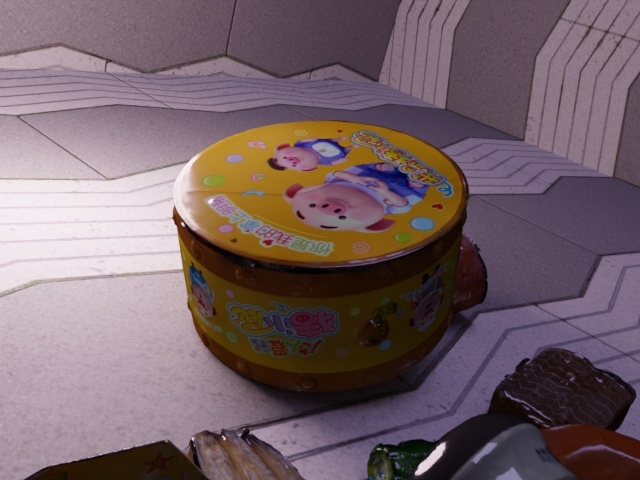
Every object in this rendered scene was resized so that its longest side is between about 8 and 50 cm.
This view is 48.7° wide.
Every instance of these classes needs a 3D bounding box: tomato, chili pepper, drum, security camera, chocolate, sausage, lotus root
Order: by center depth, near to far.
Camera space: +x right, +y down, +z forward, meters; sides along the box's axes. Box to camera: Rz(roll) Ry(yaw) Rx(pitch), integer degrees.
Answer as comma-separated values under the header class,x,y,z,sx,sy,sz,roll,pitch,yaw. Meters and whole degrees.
class,x,y,z,sx,sy,sz,roll,pitch,yaw
security camera,0.208,0.300,0.610,0.277,0.191,0.197,38,7,38
lotus root,-0.020,0.308,0.638,0.167,0.078,0.329,21,16,-44
sausage,0.335,0.297,0.789,0.268,0.153,0.141,21,-16,11
chili pepper,0.156,0.272,0.857,0.224,0.061,0.098,2,40,-36
chocolate,0.339,0.240,1.005,0.148,0.093,0.214,33,29,34
drum,0.000,0.000,1.042,0.430,0.214,0.431,-1,34,1
tomato,0.174,0.053,1.277,0.155,0.181,0.214,-20,29,-26

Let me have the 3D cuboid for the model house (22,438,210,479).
class,x,y,z,sx,sy,sz,roll,pitch,yaw
model house,-0.158,0.266,0.480,0.207,0.219,0.136,2,32,-28
